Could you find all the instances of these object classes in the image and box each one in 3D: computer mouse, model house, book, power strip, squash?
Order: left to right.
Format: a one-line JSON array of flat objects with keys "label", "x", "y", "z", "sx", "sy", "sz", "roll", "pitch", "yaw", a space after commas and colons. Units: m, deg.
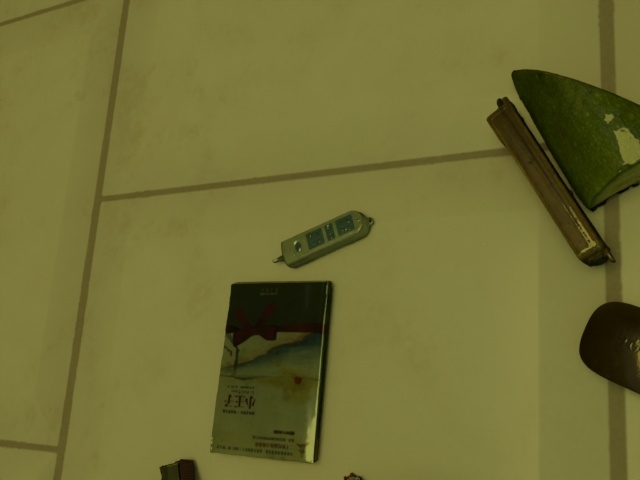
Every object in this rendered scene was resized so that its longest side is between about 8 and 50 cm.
[{"label": "model house", "x": -0.232, "y": 0.415, "z": 1.231, "sx": 0.058, "sy": 0.057, "sz": 0.083, "roll": -15, "pitch": 46, "yaw": -2}, {"label": "book", "x": -0.079, "y": 0.207, "z": 1.211, "sx": 0.201, "sy": 0.026, "sz": 0.290, "roll": -3, "pitch": 74, "yaw": 28}, {"label": "power strip", "x": 0.000, "y": 0.000, "z": 1.221, "sx": 0.191, "sy": 0.030, "sz": 0.048, "roll": -24, "pitch": 65, "yaw": 22}, {"label": "power strip", "x": 0.315, "y": -0.086, "z": 1.042, "sx": 0.044, "sy": 0.064, "sz": 0.305, "roll": -36, "pitch": 61, "yaw": 22}, {"label": "squash", "x": 0.377, "y": -0.192, "z": 1.020, "sx": 0.169, "sy": 0.093, "sz": 0.252, "roll": -31, "pitch": 63, "yaw": 20}, {"label": "computer mouse", "x": 0.425, "y": 0.149, "z": 0.924, "sx": 0.199, "sy": 0.045, "sz": 0.102, "roll": 26, "pitch": 91, "yaw": 33}]

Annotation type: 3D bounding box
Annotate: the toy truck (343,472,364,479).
[{"label": "toy truck", "x": 0.066, "y": 0.376, "z": 1.080, "sx": 0.083, "sy": 0.024, "sz": 0.032, "roll": 34, "pitch": 116, "yaw": 35}]
